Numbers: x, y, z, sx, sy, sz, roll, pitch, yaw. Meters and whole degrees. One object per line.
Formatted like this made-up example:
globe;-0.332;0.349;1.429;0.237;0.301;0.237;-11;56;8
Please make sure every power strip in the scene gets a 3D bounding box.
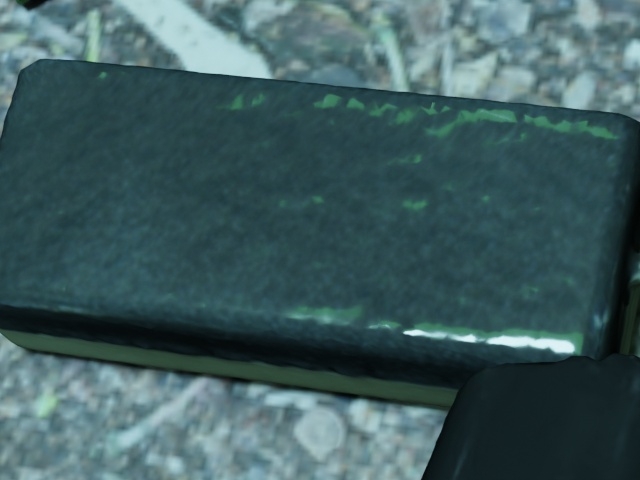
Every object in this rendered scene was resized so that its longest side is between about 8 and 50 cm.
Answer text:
power strip;0.000;0.000;0.715;0.256;0.070;0.105;7;69;19

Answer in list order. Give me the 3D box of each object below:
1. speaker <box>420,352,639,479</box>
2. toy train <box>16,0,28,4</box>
speaker;0.013;0.208;0.596;0.259;0.198;0.329;-30;33;44
toy train;-0.084;-0.155;0.810;0.148;0.071;0.038;-29;63;-2
